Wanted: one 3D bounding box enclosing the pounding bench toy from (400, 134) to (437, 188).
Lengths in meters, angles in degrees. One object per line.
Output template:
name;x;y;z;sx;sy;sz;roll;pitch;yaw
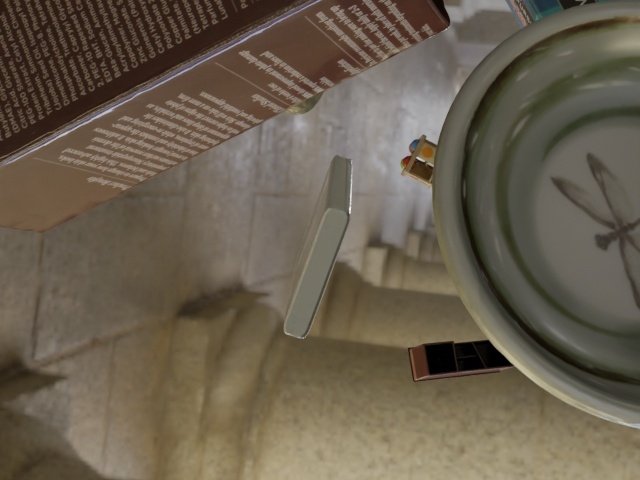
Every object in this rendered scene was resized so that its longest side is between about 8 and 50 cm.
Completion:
pounding bench toy;0.134;-0.093;1.375;0.052;0.065;0.083;-63;180;-2

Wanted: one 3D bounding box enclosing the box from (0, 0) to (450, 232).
box;-0.116;-0.145;0.795;0.143;0.381;0.191;66;13;10

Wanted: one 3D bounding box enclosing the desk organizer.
desk organizer;0.187;0.155;1.461;0.050;0.130;0.047;142;-58;-67

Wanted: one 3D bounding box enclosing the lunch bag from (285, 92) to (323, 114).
lunch bag;-0.073;-0.355;1.554;0.305;0.212;0.256;-63;158;-6

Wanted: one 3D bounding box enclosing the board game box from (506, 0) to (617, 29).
board game box;0.406;-0.355;1.410;0.079;0.336;0.254;78;-8;-61

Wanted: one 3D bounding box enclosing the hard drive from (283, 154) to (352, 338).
hard drive;0.000;0.000;1.703;0.307;0.040;0.203;-84;-167;-72

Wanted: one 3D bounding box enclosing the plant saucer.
plant saucer;0.291;-0.021;1.001;0.100;0.400;0.400;107;-7;-71
